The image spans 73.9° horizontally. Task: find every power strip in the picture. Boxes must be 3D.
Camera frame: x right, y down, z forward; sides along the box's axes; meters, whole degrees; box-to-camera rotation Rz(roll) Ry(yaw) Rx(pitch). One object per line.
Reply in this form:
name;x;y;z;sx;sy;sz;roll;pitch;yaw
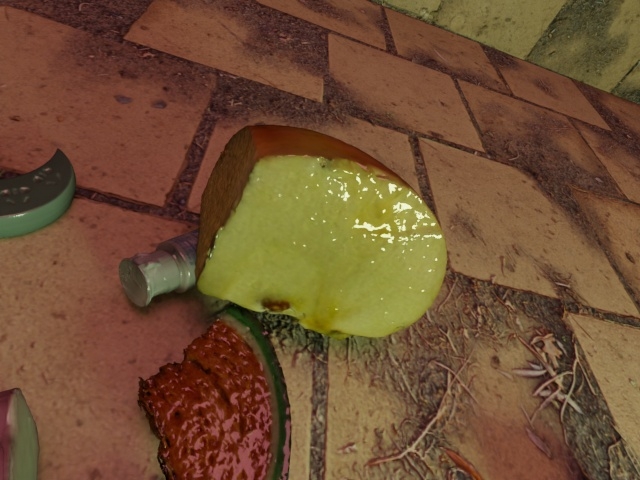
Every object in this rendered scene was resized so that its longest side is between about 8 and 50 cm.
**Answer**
power strip;-0.445;-0.062;0.577;0.216;0.044;0.137;-20;61;-38

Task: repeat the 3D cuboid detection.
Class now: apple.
apple;0.000;0.000;0.577;0.309;0.314;0.252;17;77;-25

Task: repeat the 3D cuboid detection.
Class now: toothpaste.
toothpaste;-0.144;0.011;0.639;0.114;0.073;0.299;43;37;18

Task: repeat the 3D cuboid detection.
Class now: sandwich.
sandwich;-0.103;0.199;0.475;0.159;0.079;0.235;-20;56;-25

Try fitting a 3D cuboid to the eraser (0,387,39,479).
eraser;-0.368;0.258;0.224;0.360;0.122;0.272;-9;43;-27
